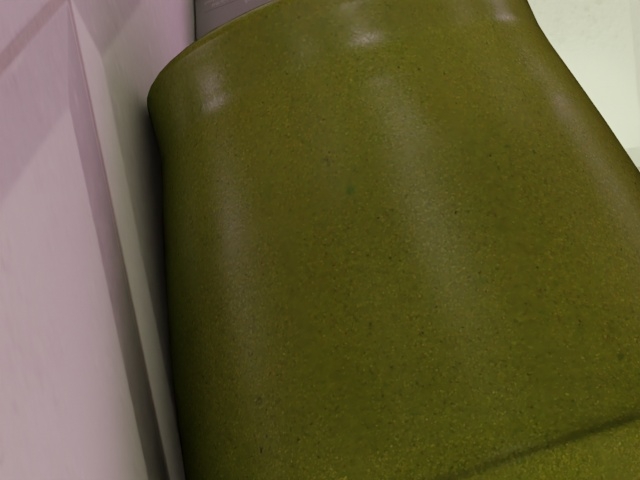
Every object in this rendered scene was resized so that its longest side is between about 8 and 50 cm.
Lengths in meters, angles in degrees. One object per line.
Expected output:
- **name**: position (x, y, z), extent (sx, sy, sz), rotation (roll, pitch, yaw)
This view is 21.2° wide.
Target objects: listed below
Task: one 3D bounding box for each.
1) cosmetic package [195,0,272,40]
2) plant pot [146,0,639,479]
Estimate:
- **cosmetic package**: position (-0.022, -0.117, 1.268), extent (0.127, 0.107, 0.238), rotation (41, 36, -54)
- **plant pot**: position (0.059, 0.038, 1.005), extent (0.366, 0.366, 0.353), rotation (47, 24, -80)
